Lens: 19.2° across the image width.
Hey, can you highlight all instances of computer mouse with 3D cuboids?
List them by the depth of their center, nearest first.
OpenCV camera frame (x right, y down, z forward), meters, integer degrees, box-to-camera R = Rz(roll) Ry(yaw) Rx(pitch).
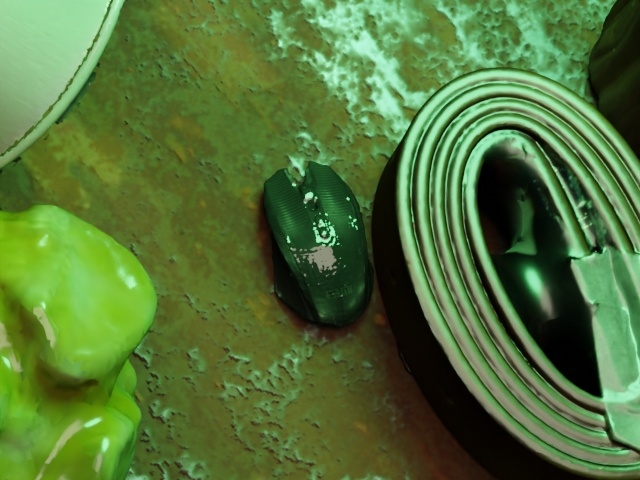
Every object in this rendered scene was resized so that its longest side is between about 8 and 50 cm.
[{"bbox_3d":[0.000,0.000,1.439,0.079,0.047,0.135,-12,75,-15],"label":"computer mouse"}]

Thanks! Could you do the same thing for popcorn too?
[{"bbox_3d":[-0.287,0.095,1.259,0.334,0.293,0.292,28,39,-23],"label":"popcorn"}]

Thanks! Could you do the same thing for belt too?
[{"bbox_3d":[0.168,0.042,1.425,0.217,0.122,0.338,-22,78,-14],"label":"belt"}]

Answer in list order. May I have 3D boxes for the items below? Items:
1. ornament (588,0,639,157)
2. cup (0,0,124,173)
[{"bbox_3d":[0.325,-0.165,1.461,0.221,0.217,0.235,-31,82,-18],"label":"ornament"},{"bbox_3d":[-0.301,-0.199,1.272,0.274,0.253,0.253,30,67,-38],"label":"cup"}]
